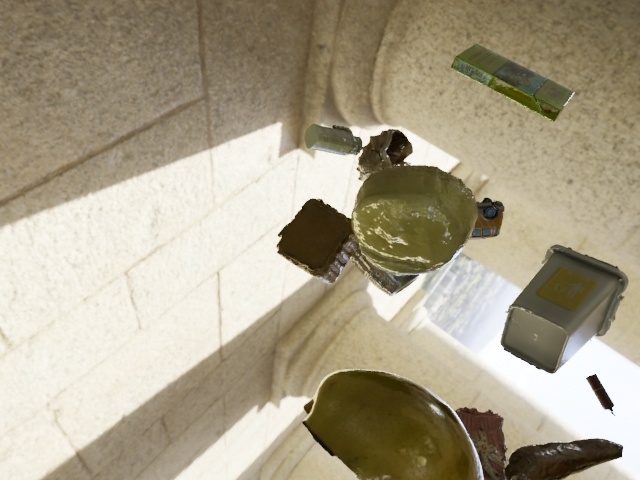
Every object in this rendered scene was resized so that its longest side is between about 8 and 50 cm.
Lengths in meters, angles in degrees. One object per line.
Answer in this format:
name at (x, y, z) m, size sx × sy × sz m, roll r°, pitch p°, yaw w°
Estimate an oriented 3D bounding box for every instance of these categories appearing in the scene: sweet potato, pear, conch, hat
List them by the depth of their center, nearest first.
sweet potato at (0.460, 0.419, 1.025) m, size 0.274 × 0.075 × 0.075 m, roll -2°, pitch 134°, yaw -22°
pear at (0.169, 0.384, 1.097) m, size 0.191 × 0.386 × 0.340 m, roll -54°, pitch -175°, yaw 0°
hat at (0.435, 0.582, 1.402) m, size 0.237 × 0.286 × 0.107 m, roll 18°, pitch 150°, yaw -36°
conch at (0.260, -0.352, 2.246) m, size 0.324 × 0.186 × 0.263 m, roll -26°, pitch 141°, yaw -56°

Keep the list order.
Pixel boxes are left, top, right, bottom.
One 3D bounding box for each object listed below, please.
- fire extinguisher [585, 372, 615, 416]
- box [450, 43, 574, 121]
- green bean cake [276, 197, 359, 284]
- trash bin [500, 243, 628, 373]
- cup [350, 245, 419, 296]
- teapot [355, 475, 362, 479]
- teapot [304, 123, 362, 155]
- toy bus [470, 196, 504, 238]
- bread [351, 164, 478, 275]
fire extinguisher at (0.885, 0.488, 1.696) m, size 0.039 × 0.132 × 0.056 m, roll -29°, pitch 161°, yaw 11°
box at (0.566, -0.470, 1.583) m, size 0.187 × 0.335 × 0.047 m, roll -41°, pitch 159°, yaw -46°
green bean cake at (0.000, 0.000, 1.715) m, size 0.229 × 0.224 × 0.131 m, roll -54°, pitch 147°, yaw -6°
trash bin at (0.708, 0.223, 1.607) m, size 0.368 × 0.256 × 0.295 m, roll -30°, pitch 136°, yaw -38°
cup at (0.242, 0.060, 1.988) m, size 0.227 × 0.257 × 0.301 m, roll -38°, pitch 164°, yaw 1°
teapot at (0.240, 0.755, 1.558) m, size 0.139 × 0.298 × 0.204 m, roll -40°, pitch 154°, yaw 2°
teapot at (0.044, -0.347, 1.820) m, size 0.201 × 0.107 × 0.077 m, roll 5°, pitch 150°, yaw -37°
toy bus at (0.551, -0.073, 1.943) m, size 0.126 × 0.210 × 0.136 m, roll -67°, pitch 153°, yaw -68°
bread at (0.244, -0.062, 1.412) m, size 0.320 × 0.321 × 0.237 m, roll 105°, pitch 7°, yaw -45°
